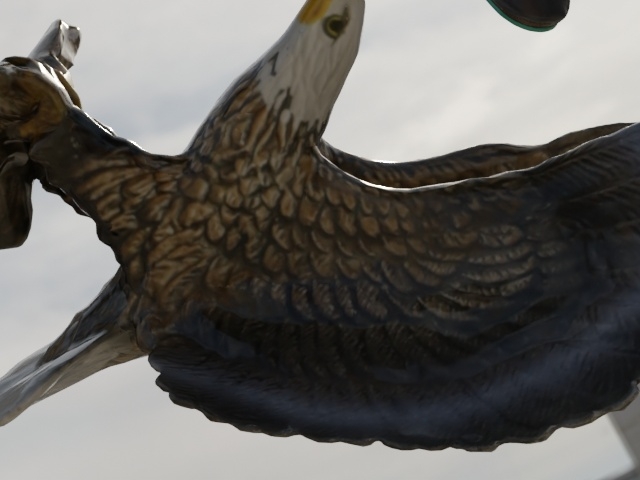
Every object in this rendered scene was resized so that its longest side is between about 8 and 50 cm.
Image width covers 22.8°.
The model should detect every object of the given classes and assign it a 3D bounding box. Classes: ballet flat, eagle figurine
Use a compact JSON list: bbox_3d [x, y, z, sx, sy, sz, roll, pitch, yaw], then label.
[{"bbox_3d":[0.122,-0.213,1.034,0.074,0.203,0.074,-4,-52,-6],"label":"ballet flat"},{"bbox_3d":[0.003,-0.008,0.636,0.298,0.226,0.225,21,-36,-3],"label":"eagle figurine"}]
